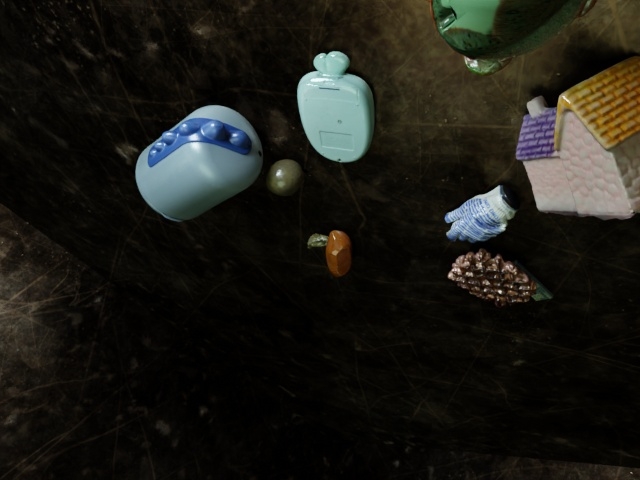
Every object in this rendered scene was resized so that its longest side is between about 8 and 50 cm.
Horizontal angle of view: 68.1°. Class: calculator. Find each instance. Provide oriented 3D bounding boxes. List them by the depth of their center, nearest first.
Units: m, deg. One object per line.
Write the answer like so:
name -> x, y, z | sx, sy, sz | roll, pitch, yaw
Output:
calculator -> 0.036, -0.299, 1.106 | 0.183, 0.042, 0.295 | 11, 143, 18

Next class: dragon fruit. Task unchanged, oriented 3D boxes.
dragon fruit -> 0.290, -0.410, 0.757 | 0.294, 0.130, 0.269 | 5, 145, 24

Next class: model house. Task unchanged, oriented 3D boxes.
model house -> 0.512, -0.189, 0.876 | 0.238, 0.202, 0.237 | 64, 170, -13

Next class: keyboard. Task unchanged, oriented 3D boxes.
keyboard -> 0.589, 0.117, 1.351 | 0.176, 0.014, 0.055 | 39, 145, -19

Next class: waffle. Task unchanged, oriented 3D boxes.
waffle -> 0.491, 0.112, 1.354 | 0.234, 0.056, 0.221 | 30, 152, 3

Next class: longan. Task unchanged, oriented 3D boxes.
longan -> -0.090, -0.172, 1.303 | 0.119, 0.106, 0.106 | -3, 160, -34

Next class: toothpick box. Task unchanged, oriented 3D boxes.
toothpick box -> -0.314, -0.212, 1.244 | 0.354, 0.263, 0.263 | -19, 127, 42

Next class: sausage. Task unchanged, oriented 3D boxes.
sausage -> 0.059, 0.045, 1.497 | 0.089, 0.089, 0.179 | 12, 139, 16

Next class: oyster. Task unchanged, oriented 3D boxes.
oyster -> 0.000, 0.000, 1.531 | 0.083, 0.038, 0.081 | -1, 155, -9

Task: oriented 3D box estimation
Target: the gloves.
gloves -> 0.395, -0.053, 1.189 | 0.119, 0.097, 0.229 | 54, 150, 9
